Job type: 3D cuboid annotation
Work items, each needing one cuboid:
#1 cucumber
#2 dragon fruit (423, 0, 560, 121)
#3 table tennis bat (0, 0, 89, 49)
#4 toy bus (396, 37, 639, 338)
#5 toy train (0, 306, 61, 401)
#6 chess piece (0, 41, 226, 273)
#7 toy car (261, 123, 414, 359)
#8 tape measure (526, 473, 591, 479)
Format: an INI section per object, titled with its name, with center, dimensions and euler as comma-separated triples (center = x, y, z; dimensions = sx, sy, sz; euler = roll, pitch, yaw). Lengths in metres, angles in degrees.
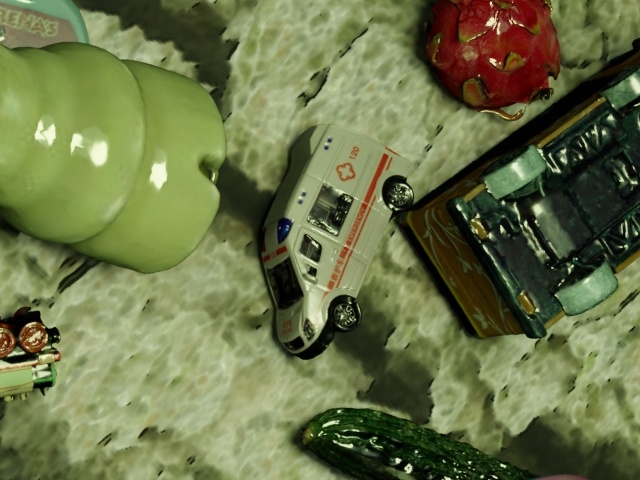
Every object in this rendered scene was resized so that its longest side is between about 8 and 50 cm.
[cucumber]
center = 0.101, 0.209, 1.814
dimensions = 0.265, 0.077, 0.077
euler = 26, 73, -17
[dragon fruit]
center = 0.162, -0.182, 1.871
dimensions = 0.166, 0.133, 0.136
euler = 44, 44, -58
[table tennis bat]
center = -0.267, -0.202, 1.730
dimensions = 0.153, 0.040, 0.244
euler = 16, 81, -21
[toy bus]
center = 0.248, -0.052, 1.851
dimensions = 0.323, 0.194, 0.162
euler = -36, 97, -21
[toy train]
center = -0.333, 0.115, 1.644
dimensions = 0.249, 0.053, 0.085
euler = -12, 96, -26
[chess piece]
center = -0.283, -0.108, 1.552
dimensions = 0.442, 0.234, 0.234
euler = 17, 75, -44
[toy car]
center = 0.000, 0.000, 1.789
dimensions = 0.108, 0.089, 0.210
euler = 30, 70, -17
[tape measure]
center = 0.179, 0.326, 1.747
dimensions = 0.231, 0.245, 0.149
euler = -12, 52, -24
